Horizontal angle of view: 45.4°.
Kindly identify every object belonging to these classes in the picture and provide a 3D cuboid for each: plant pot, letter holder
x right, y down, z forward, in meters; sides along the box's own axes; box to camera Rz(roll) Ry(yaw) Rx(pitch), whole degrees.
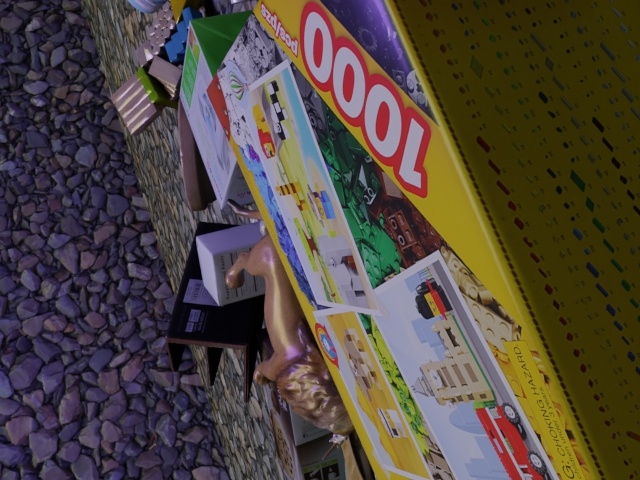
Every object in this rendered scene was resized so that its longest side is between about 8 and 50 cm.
[{"bbox_3d":[-0.223,-0.181,1.575,0.237,0.110,0.237,176,90,-88],"label":"plant pot"},{"bbox_3d":[-0.192,0.145,1.529,0.214,0.152,0.301,93,-177,-46],"label":"letter holder"}]

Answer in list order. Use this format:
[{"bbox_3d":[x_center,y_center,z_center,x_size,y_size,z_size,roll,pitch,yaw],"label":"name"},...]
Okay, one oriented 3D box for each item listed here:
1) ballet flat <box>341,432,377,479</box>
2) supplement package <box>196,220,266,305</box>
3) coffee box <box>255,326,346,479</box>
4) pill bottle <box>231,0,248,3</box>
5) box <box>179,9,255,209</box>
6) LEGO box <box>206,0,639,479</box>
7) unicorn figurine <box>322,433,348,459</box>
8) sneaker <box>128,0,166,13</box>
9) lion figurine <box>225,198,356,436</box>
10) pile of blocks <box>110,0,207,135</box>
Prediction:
[{"bbox_3d":[0.069,0.325,1.279,0.073,0.080,0.232,-4,104,42],"label":"ballet flat"},{"bbox_3d":[-0.122,0.033,1.397,0.105,0.179,0.105,-141,41,-59],"label":"supplement package"},{"bbox_3d":[-0.021,0.308,1.403,0.168,0.119,0.297,-146,46,-66],"label":"coffee box"},{"bbox_3d":[-0.147,-0.454,1.324,0.043,0.043,0.083,-160,58,-66],"label":"pill bottle"},{"bbox_3d":[-0.146,-0.228,1.367,0.261,0.127,0.231,68,157,17],"label":"box"},{"bbox_3d":[0.125,0.021,0.608,0.500,0.193,0.372,66,160,0],"label":"LEGO box"},{"bbox_3d":[0.052,0.255,1.213,0.111,0.060,0.161,-34,50,35],"label":"unicorn figurine"},{"bbox_3d":[-0.243,-0.574,1.421,0.208,0.127,0.318,-19,50,33],"label":"sneaker"},{"bbox_3d":[-0.041,0.102,1.146,0.392,0.142,0.240,68,157,-1],"label":"lion figurine"},{"bbox_3d":[-0.295,-0.382,1.595,0.149,0.113,0.362,36,106,25],"label":"pile of blocks"}]
